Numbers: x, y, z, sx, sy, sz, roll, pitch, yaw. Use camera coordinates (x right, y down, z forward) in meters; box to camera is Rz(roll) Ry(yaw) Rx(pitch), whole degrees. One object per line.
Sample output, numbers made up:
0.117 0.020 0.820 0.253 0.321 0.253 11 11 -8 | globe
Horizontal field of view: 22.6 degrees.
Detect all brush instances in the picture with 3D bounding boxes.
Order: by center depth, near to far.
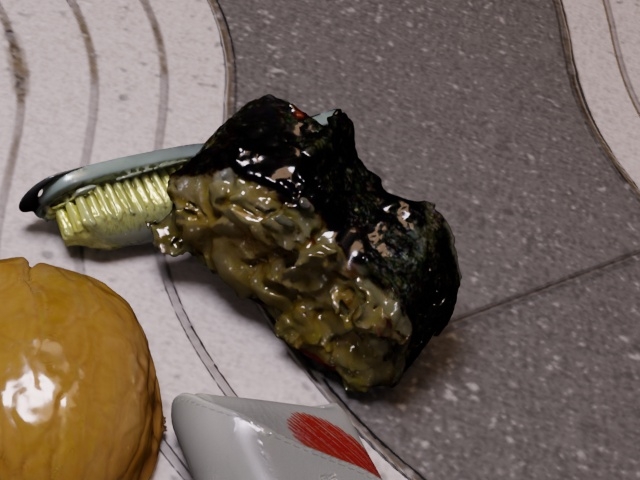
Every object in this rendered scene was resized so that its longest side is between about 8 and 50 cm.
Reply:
-0.084 -0.042 1.193 0.297 0.068 0.060 -18 75 -39 | brush

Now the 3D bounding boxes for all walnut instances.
-0.169 0.080 0.997 0.167 0.087 0.211 4 44 -25 | walnut

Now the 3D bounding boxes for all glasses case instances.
0.017 0.198 0.951 0.128 0.083 0.308 -7 49 -29 | glasses case

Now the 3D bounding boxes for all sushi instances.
0.000 0.000 1.104 0.212 0.147 0.115 43 44 -1 | sushi
